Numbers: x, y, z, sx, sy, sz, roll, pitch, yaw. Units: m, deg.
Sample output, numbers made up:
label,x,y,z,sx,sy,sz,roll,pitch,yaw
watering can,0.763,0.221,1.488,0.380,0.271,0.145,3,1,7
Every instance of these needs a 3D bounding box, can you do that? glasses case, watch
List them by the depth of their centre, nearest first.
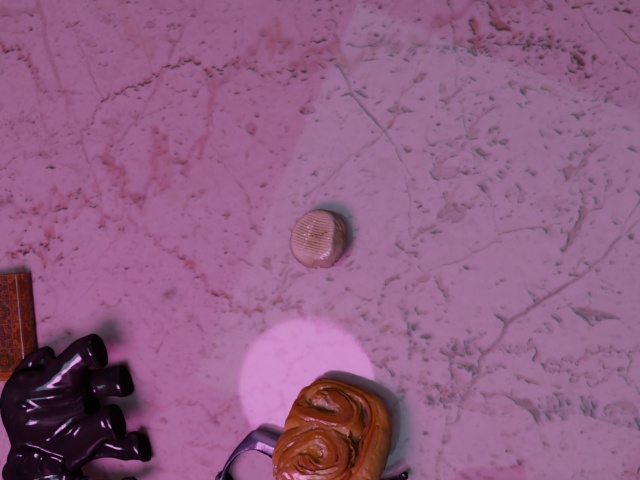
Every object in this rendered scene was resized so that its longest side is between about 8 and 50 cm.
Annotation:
label,x,y,z,sx,sy,sz,roll,pitch,yaw
watch,-0.098,0.472,1.547,0.206,0.068,0.193,19,93,9
glasses case,-0.630,0.177,1.669,0.075,0.049,0.218,-6,88,18

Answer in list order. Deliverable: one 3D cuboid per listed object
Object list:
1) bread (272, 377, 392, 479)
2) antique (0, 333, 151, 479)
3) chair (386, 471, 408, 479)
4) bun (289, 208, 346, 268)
label,x,y,z,sx,sy,sz,roll,pitch,yaw
bread,0.025,0.368,1.457,0.198,0.120,0.236,15,52,13
antique,-0.492,0.361,1.578,0.255,0.185,0.322,-20,85,4
chair,0.066,0.525,1.491,0.229,0.113,0.106,-26,84,22
bun,0.000,0.000,1.526,0.115,0.069,0.115,-8,69,21
